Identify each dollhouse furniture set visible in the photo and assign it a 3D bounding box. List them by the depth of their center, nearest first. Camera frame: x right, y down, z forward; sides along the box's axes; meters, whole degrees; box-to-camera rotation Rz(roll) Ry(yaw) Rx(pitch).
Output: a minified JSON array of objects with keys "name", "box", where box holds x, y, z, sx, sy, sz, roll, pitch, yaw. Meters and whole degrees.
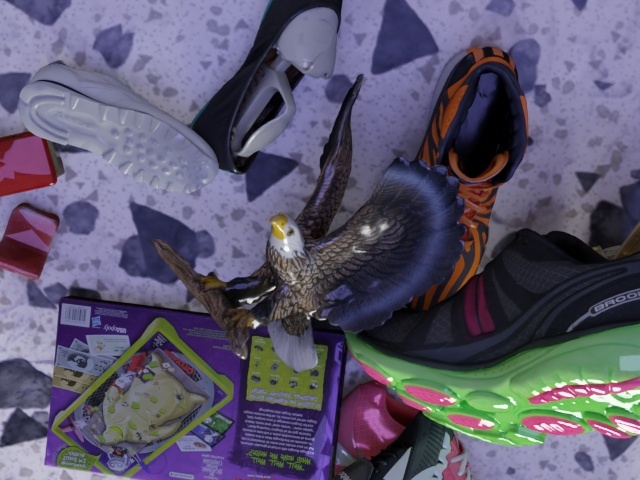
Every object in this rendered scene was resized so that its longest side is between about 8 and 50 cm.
[{"name":"dollhouse furniture set","box":[-0.471,0.005,1.765,0.374,0.152,0.201,-12,108,5]}]

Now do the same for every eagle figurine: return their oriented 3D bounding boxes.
[{"name":"eagle figurine","box":[0.000,-0.002,1.672,0.298,0.225,0.226,-38,96,-4]}]

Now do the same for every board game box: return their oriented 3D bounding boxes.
[{"name":"board game box","box":[-0.148,0.188,1.826,0.346,0.056,0.208,7,91,9]}]

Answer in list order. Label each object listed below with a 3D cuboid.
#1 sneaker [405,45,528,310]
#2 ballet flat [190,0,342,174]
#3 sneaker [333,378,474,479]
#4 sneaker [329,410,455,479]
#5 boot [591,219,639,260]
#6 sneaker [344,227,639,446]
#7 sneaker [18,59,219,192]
[{"name":"sneaker","box":[0.146,-0.054,1.709,0.124,0.180,0.321,10,104,-1]},{"name":"ballet flat","box":[-0.039,-0.189,1.720,0.095,0.096,0.280,8,123,-49]},{"name":"sneaker","box":[0.140,0.285,1.869,0.313,0.116,0.136,35,104,-10]},{"name":"sneaker","box":[0.067,0.280,1.768,0.106,0.078,0.234,33,85,-24]},{"name":"boot","box":[0.350,0.037,1.733,0.095,0.203,0.262,18,114,-1]},{"name":"sneaker","box":[0.217,0.097,1.628,0.185,0.482,0.202,39,64,-31]},{"name":"sneaker","box":[-0.216,-0.136,1.731,0.235,0.095,0.090,26,123,-1]}]
